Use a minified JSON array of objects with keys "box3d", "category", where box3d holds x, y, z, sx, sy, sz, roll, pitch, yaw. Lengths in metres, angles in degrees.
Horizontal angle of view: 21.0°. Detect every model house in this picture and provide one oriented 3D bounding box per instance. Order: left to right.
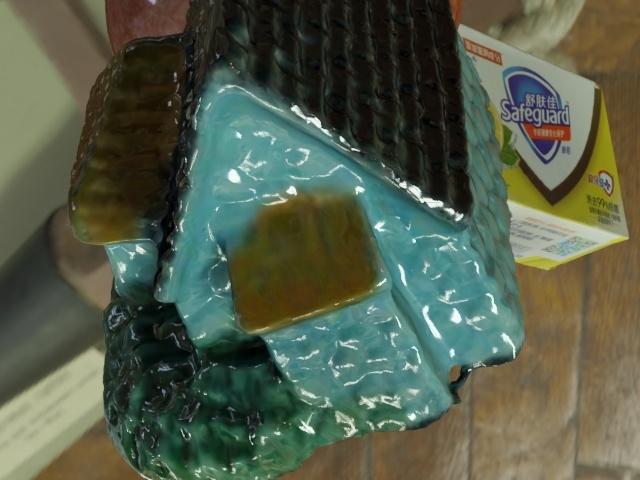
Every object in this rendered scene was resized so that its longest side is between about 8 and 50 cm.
[{"box3d":[-0.042,-0.056,0.843,0.226,0.261,0.241,-16,128,11],"category":"model house"}]

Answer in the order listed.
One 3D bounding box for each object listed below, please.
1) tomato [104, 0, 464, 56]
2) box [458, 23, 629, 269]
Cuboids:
[{"box3d":[-0.035,-0.182,1.267,0.270,0.270,0.227,-21,143,21],"category":"tomato"},{"box3d":[0.157,-0.081,1.545,0.097,0.265,0.168,-20,66,36],"category":"box"}]
